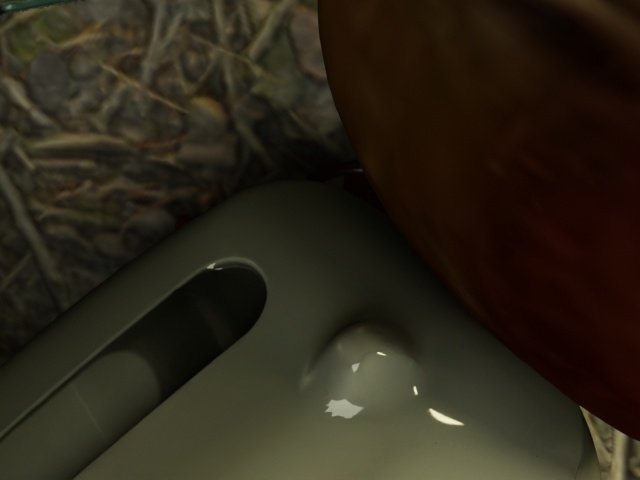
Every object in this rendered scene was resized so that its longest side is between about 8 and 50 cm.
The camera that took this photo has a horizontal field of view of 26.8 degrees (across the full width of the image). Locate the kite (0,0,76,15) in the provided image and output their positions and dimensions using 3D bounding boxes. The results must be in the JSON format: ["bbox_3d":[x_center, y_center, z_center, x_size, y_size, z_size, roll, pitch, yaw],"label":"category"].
[{"bbox_3d":[-0.186,-0.225,0.621,0.406,0.014,0.368,34,117,-12],"label":"kite"}]

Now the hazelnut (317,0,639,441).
[{"bbox_3d":[0.177,-0.086,0.482,0.372,0.315,0.372,6,125,8],"label":"hazelnut"}]

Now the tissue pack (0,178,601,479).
[{"bbox_3d":[-0.051,0.133,0.605,0.333,0.229,0.236,-41,140,-4],"label":"tissue pack"}]

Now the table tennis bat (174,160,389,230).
[{"bbox_3d":[0.000,0.000,0.719,0.155,0.019,0.098,2,120,2],"label":"table tennis bat"}]
